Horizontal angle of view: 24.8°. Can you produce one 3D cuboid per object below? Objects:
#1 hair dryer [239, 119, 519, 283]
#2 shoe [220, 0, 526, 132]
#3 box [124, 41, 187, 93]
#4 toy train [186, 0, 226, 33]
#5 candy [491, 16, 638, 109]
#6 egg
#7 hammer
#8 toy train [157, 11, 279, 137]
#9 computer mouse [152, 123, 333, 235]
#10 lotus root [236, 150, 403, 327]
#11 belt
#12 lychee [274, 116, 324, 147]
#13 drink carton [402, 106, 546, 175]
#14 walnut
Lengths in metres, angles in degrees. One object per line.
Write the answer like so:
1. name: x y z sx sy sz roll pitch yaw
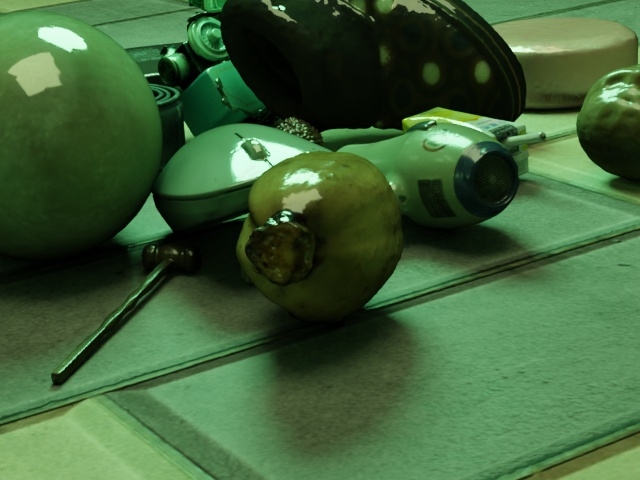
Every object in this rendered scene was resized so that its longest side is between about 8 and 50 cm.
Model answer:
1. hair dryer: 0.040 -0.049 1.555 0.298 0.119 0.296 -19 14 -4
2. shoe: 0.059 -0.224 1.851 0.384 0.171 0.237 36 64 10
3. box: -0.271 -0.248 2.224 0.290 0.073 0.289 -9 19 -12
4. toy train: -0.117 -0.423 2.580 0.269 0.154 0.115 -13 18 -24
5. candy: 0.333 -0.252 2.058 0.255 0.094 0.255 -4 18 1
6. egg: -0.296 -0.111 1.531 0.258 0.258 0.352 -10 12 -16
7. hammer: -0.186 0.064 1.353 0.058 0.029 0.292 0 21 17
8. toy train: -0.116 -0.225 1.973 0.203 0.163 0.112 -27 -6 -44
9. computer mouse: -0.089 -0.073 1.501 0.159 0.097 0.288 -17 0 -17
10. lotus root: 0.000 0.000 1.282 0.140 0.154 0.257 8 9 10
11. belt: -0.274 -0.146 1.851 0.206 0.116 0.267 -9 16 -26
12. lychee: -0.028 -0.118 1.786 0.067 0.068 0.083 -12 38 -20
13. drink carton: 0.187 -0.106 1.689 0.084 0.074 0.200 -19 24 -35
14. walnut: 0.371 -0.132 1.637 0.162 0.140 0.140 -2 16 37
